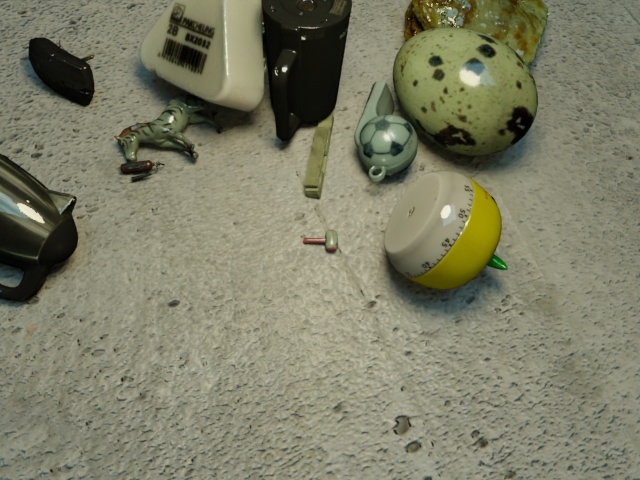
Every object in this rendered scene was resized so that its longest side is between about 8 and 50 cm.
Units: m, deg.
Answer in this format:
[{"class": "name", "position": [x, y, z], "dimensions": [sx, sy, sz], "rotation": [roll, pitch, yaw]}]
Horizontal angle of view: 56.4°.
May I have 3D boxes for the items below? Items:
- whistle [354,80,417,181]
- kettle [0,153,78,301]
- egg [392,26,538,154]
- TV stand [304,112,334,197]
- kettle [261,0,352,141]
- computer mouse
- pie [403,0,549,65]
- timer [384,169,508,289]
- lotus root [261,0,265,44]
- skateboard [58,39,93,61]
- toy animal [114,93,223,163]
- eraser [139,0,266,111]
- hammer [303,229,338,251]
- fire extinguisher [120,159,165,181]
[{"class": "whistle", "position": [0.176, -0.266, 1.494], "dimensions": [0.163, 0.163, 0.290], "rotation": [20, 66, 2]}, {"class": "kettle", "position": [-0.655, -0.030, 1.266], "dimensions": [0.271, 0.207, 0.251], "rotation": [29, 59, -2]}, {"class": "egg", "position": [0.356, -0.377, 1.492], "dimensions": [0.287, 0.287, 0.379], "rotation": [-40, 76, -21]}, {"class": "TV stand", "position": [-0.001, -0.224, 1.516], "dimensions": [0.036, 0.042, 0.249], "rotation": [2, 62, 16]}, {"class": "kettle", "position": [-0.032, -0.428, 1.439], "dimensions": [0.203, 0.308, 0.262], "rotation": [-7, 56, -8]}, {"class": "computer mouse", "position": [-0.653, -0.422, 1.485], "dimensions": [0.217, 0.122, 0.073], "rotation": [31, 54, 10]}, {"class": "pie", "position": [0.448, -0.629, 1.683], "dimensions": [0.418, 0.180, 0.395], "rotation": [18, 64, -6]}, {"class": "timer", "position": [0.308, 0.000, 1.346], "dimensions": [0.285, 0.285, 0.285], "rotation": [3, 65, -6]}, {"class": "lotus root", "position": [-0.116, -0.689, 1.632], "dimensions": [0.179, 0.196, 0.398], "rotation": [13, 67, 5]}, {"class": "skateboard", "position": [-0.647, -0.496, 1.571], "dimensions": [0.083, 0.032, 0.064], "rotation": [44, 58, 11]}, {"class": "toy animal", "position": [-0.359, -0.266, 1.468], "dimensions": [0.255, 0.090, 0.170], "rotation": [-37, 71, -23]}, {"class": "eraser", "position": [-0.293, -0.469, 1.458], "dimensions": [0.150, 0.331, 0.331], "rotation": [-2, 57, -53]}, {"class": "hammer", "position": [0.000, 0.000, 1.420], "dimensions": [0.083, 0.031, 0.053], "rotation": [0, 62, 0]}, {"class": "fire extinguisher", "position": [-0.430, -0.169, 1.440], "dimensions": [0.100, 0.032, 0.046], "rotation": [-7, 59, 2]}]
